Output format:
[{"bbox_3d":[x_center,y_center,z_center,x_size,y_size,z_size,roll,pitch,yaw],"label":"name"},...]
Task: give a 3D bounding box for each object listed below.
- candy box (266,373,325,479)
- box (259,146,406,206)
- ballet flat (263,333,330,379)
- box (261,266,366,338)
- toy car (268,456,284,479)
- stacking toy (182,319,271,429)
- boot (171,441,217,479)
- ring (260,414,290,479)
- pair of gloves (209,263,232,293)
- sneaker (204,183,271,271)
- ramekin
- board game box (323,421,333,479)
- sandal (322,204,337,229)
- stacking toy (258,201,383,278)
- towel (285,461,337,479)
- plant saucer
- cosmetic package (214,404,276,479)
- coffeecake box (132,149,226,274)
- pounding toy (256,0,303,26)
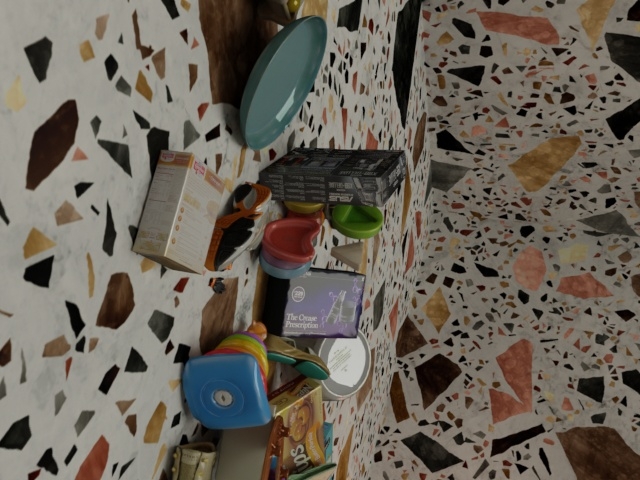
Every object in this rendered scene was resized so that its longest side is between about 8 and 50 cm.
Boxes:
[{"bbox_3d":[-0.081,0.553,1.710,0.183,0.087,0.316,-22,120,-40],"label":"candy box"},{"bbox_3d":[0.038,-0.163,1.533,0.242,0.307,0.076,-49,140,-60],"label":"box"},{"bbox_3d":[-0.061,0.308,1.672,0.232,0.080,0.073,30,48,-32],"label":"ballet flat"},{"bbox_3d":[-0.015,0.164,1.659,0.261,0.103,0.184,8,88,-38],"label":"box"},{"bbox_3d":[-0.158,0.595,1.551,0.159,0.136,0.182,73,30,-52],"label":"toy car"},{"bbox_3d":[-0.174,0.262,1.376,0.302,0.166,0.175,-69,149,-67],"label":"stacking toy"},{"bbox_3d":[-0.276,0.513,1.212,0.262,0.095,0.203,23,78,-78],"label":"boot"},{"bbox_3d":[-0.101,0.555,1.350,0.336,0.032,0.336,6,90,-86],"label":"ring"},{"bbox_3d":[-0.215,0.073,1.349,0.074,0.010,0.083,48,53,-67],"label":"pair of gloves"},{"bbox_3d":[-0.169,-0.006,1.327,0.262,0.099,0.121,-60,157,-46],"label":"sneaker"},{"bbox_3d":[0.033,0.352,1.845,0.273,0.127,0.273,3,86,-40],"label":"ramekin"},{"bbox_3d":[-0.036,0.830,2.122,0.254,0.079,0.336,-45,139,-61],"label":"board game box"},{"bbox_3d":[0.053,-0.091,2.012,0.219,0.060,0.090,58,43,-63],"label":"sandal"},{"bbox_3d":[0.000,0.000,1.572,0.309,0.279,0.130,-63,165,-47],"label":"stacking toy"},{"bbox_3d":[-0.103,0.748,1.678,0.325,0.038,0.248,-58,151,9],"label":"towel"},{"bbox_3d":[-0.086,-0.345,1.348,0.317,0.044,0.317,-56,170,-16],"label":"plant saucer"},{"bbox_3d":[-0.176,0.524,1.378,0.160,0.113,0.309,106,-7,-67],"label":"cosmetic package"},{"bbox_3d":[-0.247,-0.047,1.105,0.142,0.068,0.185,46,55,-68],"label":"coffeecake box"},{"bbox_3d":[-0.041,-0.567,1.363,0.155,0.154,0.269,66,37,-59],"label":"pounding toy"}]
